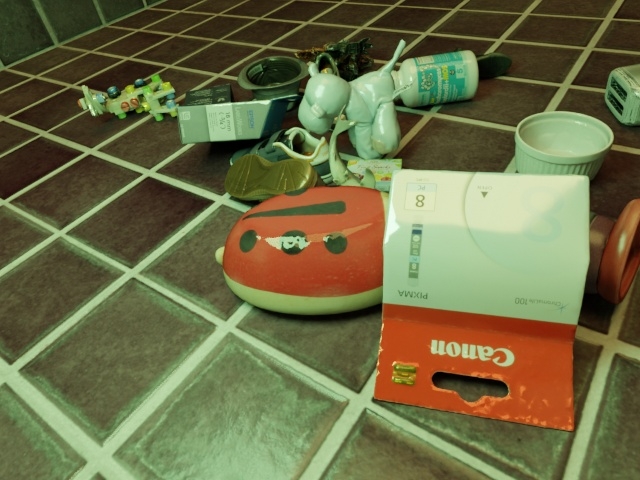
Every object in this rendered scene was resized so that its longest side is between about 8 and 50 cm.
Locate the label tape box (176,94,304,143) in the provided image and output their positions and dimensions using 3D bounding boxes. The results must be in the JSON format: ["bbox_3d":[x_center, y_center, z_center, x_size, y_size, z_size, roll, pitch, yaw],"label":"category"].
[{"bbox_3d":[-0.205,-0.345,1.345,0.333,0.106,0.241,-3,14,8],"label":"label tape box"}]

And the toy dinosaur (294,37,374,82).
[{"bbox_3d":[0.062,-0.628,1.642,0.321,0.164,0.218,-28,40,-21],"label":"toy dinosaur"}]

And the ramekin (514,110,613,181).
[{"bbox_3d":[0.567,-0.211,1.112,0.207,0.109,0.207,-5,42,5],"label":"ramekin"}]

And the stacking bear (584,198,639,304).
[{"bbox_3d":[0.421,0.000,0.878,0.289,0.175,0.164,18,66,40],"label":"stacking bear"}]

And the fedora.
[{"bbox_3d":[-0.150,-0.519,1.582,0.243,0.124,0.275,-24,44,-15],"label":"fedora"}]

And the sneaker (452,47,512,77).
[{"bbox_3d":[0.518,-0.604,1.574,0.227,0.087,0.130,-8,48,11],"label":"sneaker"}]

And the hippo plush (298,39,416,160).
[{"bbox_3d":[0.073,-0.329,1.200,0.236,0.294,0.235,-6,75,-24],"label":"hippo plush"}]

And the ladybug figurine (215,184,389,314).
[{"bbox_3d":[0.000,0.000,0.949,0.448,0.162,0.305,-8,42,3],"label":"ladybug figurine"}]

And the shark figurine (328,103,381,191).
[{"bbox_3d":[0.073,-0.161,1.101,0.166,0.278,0.116,-28,17,20],"label":"shark figurine"}]

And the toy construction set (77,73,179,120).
[{"bbox_3d":[-0.670,-0.492,1.652,0.327,0.151,0.215,-7,41,-14],"label":"toy construction set"}]

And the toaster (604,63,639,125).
[{"bbox_3d":[0.869,-0.397,1.246,0.146,0.129,0.227,-4,43,10],"label":"toaster"}]

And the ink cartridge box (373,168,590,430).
[{"bbox_3d":[0.250,0.077,0.747,0.308,0.091,0.385,5,72,15],"label":"ink cartridge box"}]

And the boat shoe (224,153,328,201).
[{"bbox_3d":[-0.112,-0.139,1.173,0.341,0.123,0.123,7,74,44],"label":"boat shoe"}]

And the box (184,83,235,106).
[{"bbox_3d":[-0.365,-0.439,1.559,0.155,0.093,0.158,-11,41,-2],"label":"box"}]

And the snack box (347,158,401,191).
[{"bbox_3d":[0.136,-0.168,1.202,0.141,0.037,0.100,1,42,13],"label":"snack box"}]

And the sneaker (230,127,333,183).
[{"bbox_3d":[-0.109,-0.240,1.268,0.320,0.128,0.126,8,46,21],"label":"sneaker"}]

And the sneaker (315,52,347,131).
[{"bbox_3d":[0.027,-0.459,1.450,0.100,0.108,0.272,-14,70,2],"label":"sneaker"}]

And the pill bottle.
[{"bbox_3d":[0.339,-0.494,1.443,0.263,0.146,0.146,-7,42,4],"label":"pill bottle"}]
